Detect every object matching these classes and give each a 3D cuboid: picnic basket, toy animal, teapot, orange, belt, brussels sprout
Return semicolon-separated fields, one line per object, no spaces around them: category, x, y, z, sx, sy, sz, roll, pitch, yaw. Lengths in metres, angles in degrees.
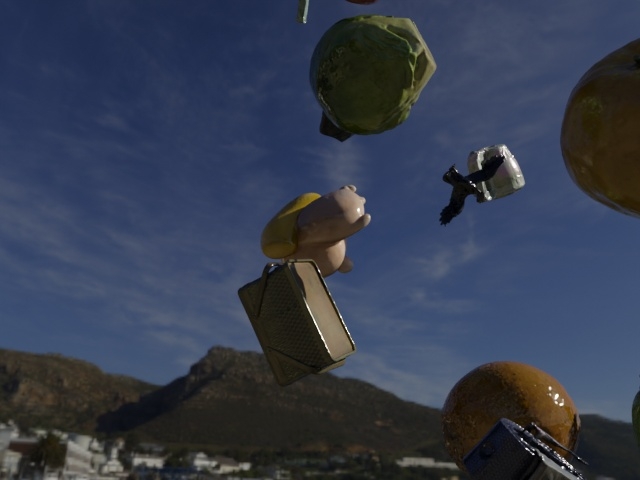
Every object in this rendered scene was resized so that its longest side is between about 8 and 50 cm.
picnic basket;-0.051;0.176;1.367;0.139;0.266;0.165;-30;-11;20
toy animal;0.004;-0.011;1.878;0.345;0.277;0.246;-24;-66;11
teapot;0.550;-0.223;2.037;0.222;0.178;0.163;-23;7;-21
orange;0.389;0.381;1.277;0.274;0.274;0.274;2;-22;1
orange;0.467;-0.148;0.823;0.279;0.279;0.235;-14;-58;34
toy animal;0.326;-0.125;1.392;0.108;0.220;0.062;38;-9;11
belt;0.340;0.368;0.974;0.230;0.126;0.139;37;7;-26
brussels sprout;0.068;-0.242;0.885;0.181;0.161;0.144;-40;-24;23

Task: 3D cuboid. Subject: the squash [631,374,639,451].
squash;0.716;0.427;1.285;0.101;0.101;0.378;-11;-67;29

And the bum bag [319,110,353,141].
bum bag;0.062;-0.393;1.581;0.137;0.074;0.309;-17;-53;-29

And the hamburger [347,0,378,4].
hamburger;0.080;-0.651;1.196;0.330;0.329;0.250;18;-38;-33

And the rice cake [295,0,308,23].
rice cake;-0.039;-0.580;1.465;0.022;0.121;0.021;18;23;22
